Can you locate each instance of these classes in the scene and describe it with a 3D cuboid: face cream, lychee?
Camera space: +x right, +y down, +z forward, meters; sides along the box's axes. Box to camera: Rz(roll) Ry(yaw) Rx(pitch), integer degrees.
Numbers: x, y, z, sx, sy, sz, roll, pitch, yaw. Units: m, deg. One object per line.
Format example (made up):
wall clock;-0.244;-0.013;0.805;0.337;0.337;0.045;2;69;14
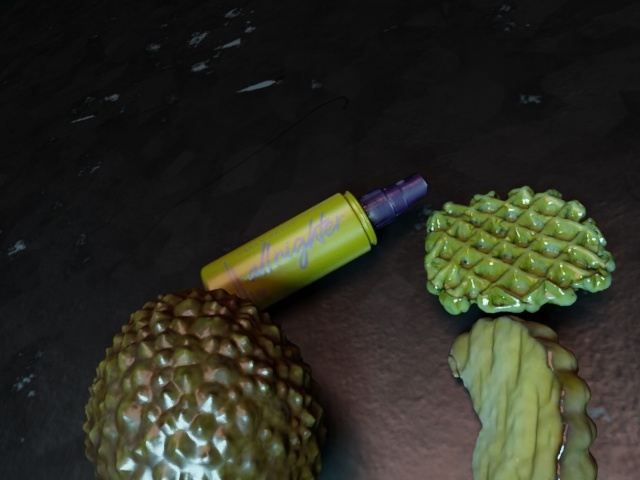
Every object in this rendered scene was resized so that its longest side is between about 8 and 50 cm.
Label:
face cream;0.000;0.000;0.557;0.273;0.078;0.078;-29;47;-2
lychee;-0.092;0.153;0.397;0.200;0.200;0.238;-20;75;6

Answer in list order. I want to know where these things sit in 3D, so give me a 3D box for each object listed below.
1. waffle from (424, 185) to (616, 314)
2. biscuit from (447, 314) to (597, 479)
waffle;0.189;0.005;0.483;0.169;0.036;0.183;-9;37;16
biscuit;0.165;0.136;0.377;0.061;0.118;0.183;21;46;-15
